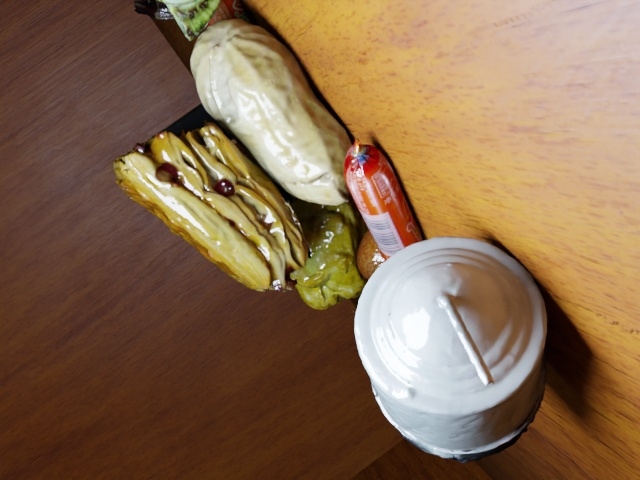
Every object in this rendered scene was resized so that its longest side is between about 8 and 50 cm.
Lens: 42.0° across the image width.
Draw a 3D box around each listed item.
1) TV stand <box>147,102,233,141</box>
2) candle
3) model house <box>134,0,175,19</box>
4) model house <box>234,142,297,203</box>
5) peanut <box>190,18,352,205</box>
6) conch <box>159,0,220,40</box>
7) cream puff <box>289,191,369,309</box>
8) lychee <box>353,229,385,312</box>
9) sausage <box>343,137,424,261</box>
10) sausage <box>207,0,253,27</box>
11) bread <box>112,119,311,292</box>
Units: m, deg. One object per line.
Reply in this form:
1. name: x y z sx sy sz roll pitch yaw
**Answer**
1. TV stand: -0.190 -0.226 1.564 0.088 0.269 0.083 55 176 -16
2. candle: 0.156 0.122 0.977 0.221 0.221 0.342 52 172 29
3. model house: -0.366 -0.585 1.848 0.203 0.141 0.164 25 136 35
4. model house: -0.114 -0.100 1.678 0.253 0.291 0.184 56 180 -28
5. peanut: -0.067 -0.198 1.304 0.340 0.158 0.174 50 147 -12
6. conch: -0.202 -0.392 1.223 0.181 0.124 0.187 -92 -22 -67
7. cream puff: 0.015 0.003 1.528 0.244 0.196 0.244 60 -172 -13
8. lychee: 0.111 0.038 1.429 0.101 0.114 0.140 -44 -54 -69
9. sausage: 0.091 -0.053 1.226 0.074 0.074 0.274 50 175 41
10. sausage: -0.162 -0.374 1.379 0.264 0.083 0.083 59 174 -31
11. bread: -0.161 -0.063 1.317 0.324 0.167 0.277 40 172 -16
